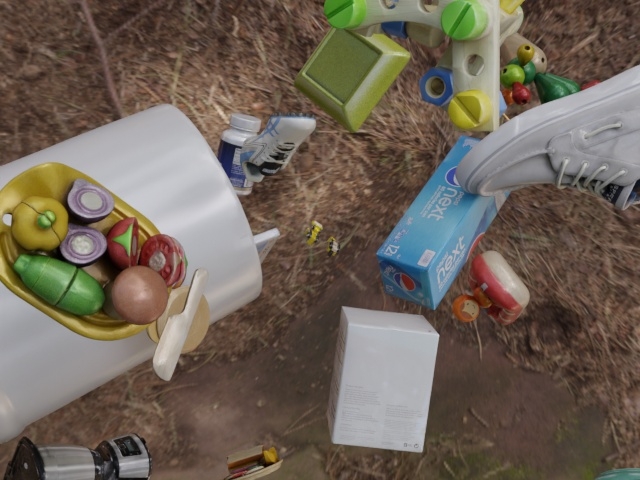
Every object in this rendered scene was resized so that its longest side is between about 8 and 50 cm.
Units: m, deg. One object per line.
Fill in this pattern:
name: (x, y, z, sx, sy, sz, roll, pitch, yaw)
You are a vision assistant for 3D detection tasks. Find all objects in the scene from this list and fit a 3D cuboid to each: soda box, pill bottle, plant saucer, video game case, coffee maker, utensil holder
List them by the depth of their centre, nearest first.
soda box: (0.148, -0.025, 0.974, 0.067, 0.071, 0.210, 19, 55, 30)
utensil holder: (-0.314, 0.031, 1.115, 0.385, 0.327, 0.327, -26, 92, -19)
coffee maker: (-0.350, 0.353, 1.199, 0.171, 0.178, 0.120, -47, 52, 32)
plant saucer: (0.049, -0.335, 1.637, 0.188, 0.045, 0.188, 42, 102, 27)
pill bottle: (-0.184, -0.195, 1.895, 0.094, 0.094, 0.169, 16, 106, 6)
video game case: (-0.211, 0.053, 1.941, 0.212, 0.193, 0.023, -21, 73, -28)

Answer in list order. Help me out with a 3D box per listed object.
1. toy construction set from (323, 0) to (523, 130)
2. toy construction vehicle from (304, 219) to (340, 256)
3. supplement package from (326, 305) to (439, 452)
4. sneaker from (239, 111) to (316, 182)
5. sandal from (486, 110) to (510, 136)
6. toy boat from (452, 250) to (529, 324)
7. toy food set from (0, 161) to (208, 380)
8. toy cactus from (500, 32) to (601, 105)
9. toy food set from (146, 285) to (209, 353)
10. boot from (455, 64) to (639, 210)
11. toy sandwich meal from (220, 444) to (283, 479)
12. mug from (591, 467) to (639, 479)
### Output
toy construction set: (0.114, -0.267, 0.654, 0.215, 0.151, 0.327, 32, 104, 22)
toy construction vehicle: (0.000, 0.000, 1.889, 0.086, 0.098, 0.035, 33, 111, -15)
supplement package: (0.132, 0.301, 1.872, 0.199, 0.198, 0.262, 7, 96, -4)
sneaker: (-0.072, -0.162, 1.461, 0.085, 0.237, 0.086, 2, 77, -26)
sandal: (0.313, -0.166, 1.466, 0.049, 0.072, 0.180, 7, 78, 17)
toy boat: (0.357, 0.123, 1.851, 0.151, 0.231, 0.151, -33, 72, -7)
toy food set: (-0.181, 0.018, 0.739, 0.218, 0.071, 0.128, 37, 62, -23)
toy cactus: (0.285, -0.206, 1.067, 0.112, 0.219, 0.180, -59, 45, 37)
toy food set: (-0.162, 0.095, 0.994, 0.020, 0.082, 0.083, 5, 57, 39)
boot: (0.279, -0.083, 0.883, 0.258, 0.095, 0.123, -26, 62, 10)
toy sandwich meal: (-0.081, 0.255, 0.964, 0.085, 0.085, 0.029, -20, 83, 10)
mug: (0.367, 0.314, 0.961, 0.129, 0.158, 0.097, 17, 57, -20)
